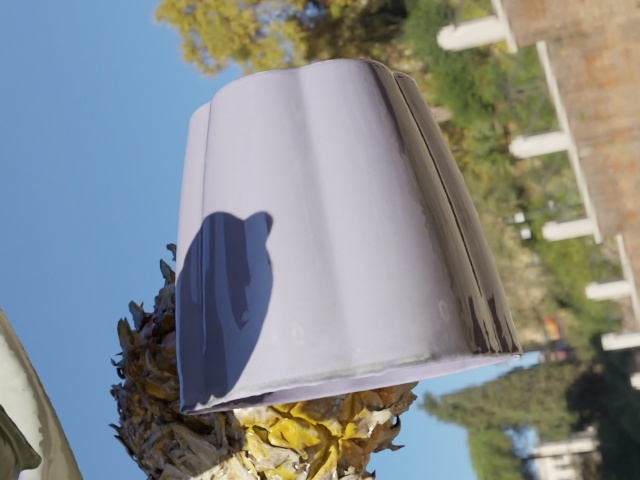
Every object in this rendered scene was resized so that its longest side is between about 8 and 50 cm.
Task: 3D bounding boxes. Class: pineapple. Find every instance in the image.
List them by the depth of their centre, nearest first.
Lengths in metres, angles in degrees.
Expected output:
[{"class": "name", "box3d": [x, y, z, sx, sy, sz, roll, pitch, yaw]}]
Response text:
[{"class": "pineapple", "box3d": [-0.067, 0.147, 1.238, 0.300, 0.352, 0.352, -45, -54, -43]}]

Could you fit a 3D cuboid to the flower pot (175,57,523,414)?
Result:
[{"class": "flower pot", "box3d": [0.000, 0.000, 0.870, 0.265, 0.265, 0.243, 17, -120, -72]}]

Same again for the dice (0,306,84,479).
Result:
[{"class": "dice", "box3d": [-0.403, 0.198, 0.995, 0.304, 0.304, 0.277, 61, 156, 5]}]

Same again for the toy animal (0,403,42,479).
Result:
[{"class": "toy animal", "box3d": [-0.291, 0.152, 0.607, 0.125, 0.251, 0.127, 22, 146, 60]}]
